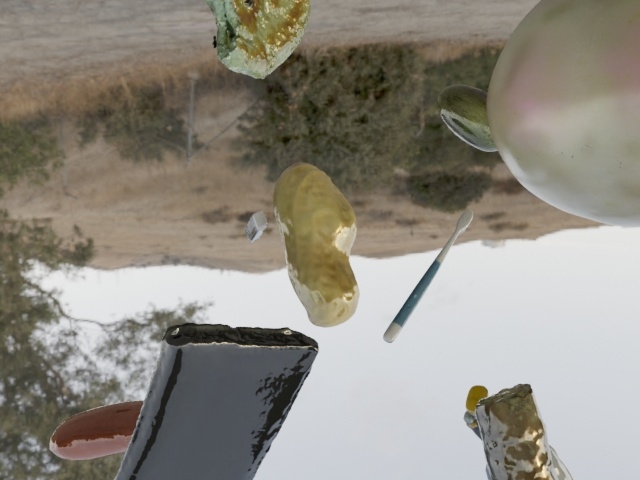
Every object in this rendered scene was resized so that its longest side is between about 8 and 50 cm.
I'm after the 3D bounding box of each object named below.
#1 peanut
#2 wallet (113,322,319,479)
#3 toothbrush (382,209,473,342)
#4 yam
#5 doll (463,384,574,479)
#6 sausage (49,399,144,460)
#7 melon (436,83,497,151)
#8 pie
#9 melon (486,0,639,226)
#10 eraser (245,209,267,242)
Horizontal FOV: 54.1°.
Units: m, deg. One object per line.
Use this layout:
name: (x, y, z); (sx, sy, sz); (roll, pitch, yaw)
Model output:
peanut: (0.000, 0.000, 1.156); (0.147, 0.319, 0.147); (-12, 162, -4)
wallet: (-0.109, 0.192, 0.566); (0.145, 0.286, 0.030); (9, -151, -33)
toothbrush: (0.170, 0.052, 0.970); (0.019, 0.025, 0.276); (29, -118, 16)
yam: (0.196, 0.262, 0.531); (0.061, 0.274, 0.061); (-16, 170, -3)
doll: (0.318, 0.355, 1.007); (0.145, 0.316, 0.103); (-20, -150, 19)
sausage: (-0.310, 0.277, 0.916); (0.194, 0.077, 0.077); (-15, -176, 18)
melon: (0.289, -0.233, 1.172); (0.162, 0.099, 0.099); (41, -154, 18)
pie: (-0.116, -0.432, 1.084); (0.066, 0.303, 0.302); (5, -169, 36)
melon: (0.265, -0.126, 0.542); (0.222, 0.223, 0.317); (-4, -170, 2)
eraser: (-0.096, -0.021, 0.938); (0.019, 0.027, 0.099); (-21, 172, -18)
